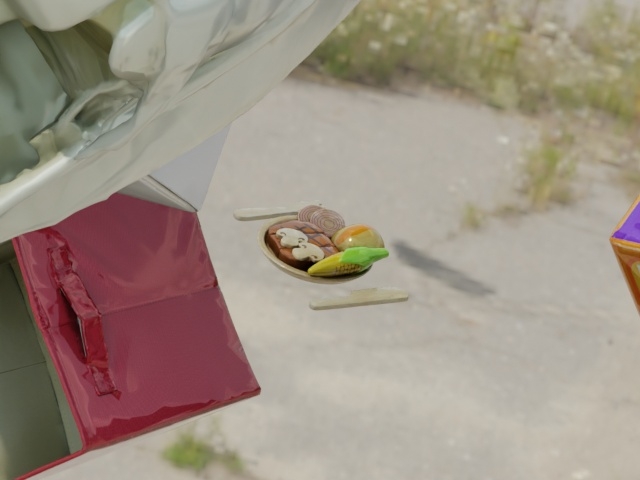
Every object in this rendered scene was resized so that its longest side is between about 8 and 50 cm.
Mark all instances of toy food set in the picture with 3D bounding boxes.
[{"bbox_3d":[0.000,0.000,1.664,0.132,0.038,0.192,-6,35,-32],"label":"toy food set"}]

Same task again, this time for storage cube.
[{"bbox_3d":[-0.197,0.076,1.221,0.215,0.184,0.193,-25,-8,39],"label":"storage cube"}]

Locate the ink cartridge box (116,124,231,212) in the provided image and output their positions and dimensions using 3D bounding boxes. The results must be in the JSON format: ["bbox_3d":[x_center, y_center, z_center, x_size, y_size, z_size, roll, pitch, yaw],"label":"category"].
[{"bbox_3d":[-0.153,-0.186,1.016,0.198,0.270,0.197,15,-10,26],"label":"ink cartridge box"}]

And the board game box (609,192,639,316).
[{"bbox_3d":[0.455,0.032,0.972,0.356,0.356,0.356,14,55,42],"label":"board game box"}]

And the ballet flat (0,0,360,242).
[{"bbox_3d":[-0.103,-0.052,0.430,0.139,0.400,0.139,55,-1,2],"label":"ballet flat"}]
